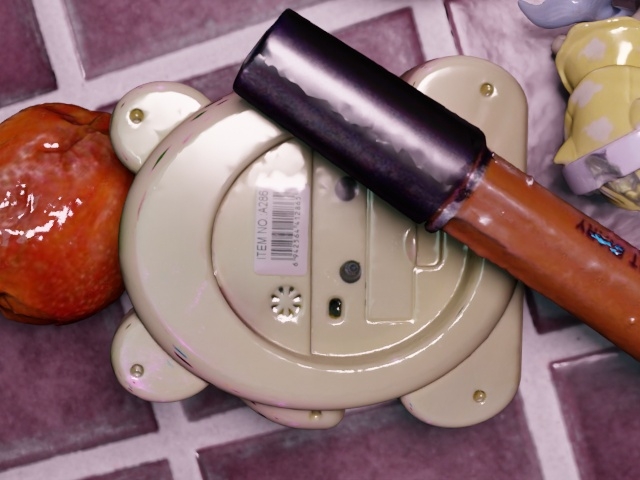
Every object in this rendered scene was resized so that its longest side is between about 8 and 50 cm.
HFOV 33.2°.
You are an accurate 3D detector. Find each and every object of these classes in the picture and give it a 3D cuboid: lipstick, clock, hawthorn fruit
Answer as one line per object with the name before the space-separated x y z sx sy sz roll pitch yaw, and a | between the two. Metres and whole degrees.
lipstick | 0.130 -0.014 0.723 0.418 0.077 0.077 33 100 -9
clock | 0.000 0.000 0.803 0.309 0.114 0.284 0 97 -7
hawthorn fruit | -0.220 -0.021 0.860 0.173 0.173 0.179 3 72 10

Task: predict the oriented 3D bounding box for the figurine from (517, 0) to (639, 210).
figurine | 0.222 -0.103 0.758 0.128 0.184 0.208 -33 88 40
